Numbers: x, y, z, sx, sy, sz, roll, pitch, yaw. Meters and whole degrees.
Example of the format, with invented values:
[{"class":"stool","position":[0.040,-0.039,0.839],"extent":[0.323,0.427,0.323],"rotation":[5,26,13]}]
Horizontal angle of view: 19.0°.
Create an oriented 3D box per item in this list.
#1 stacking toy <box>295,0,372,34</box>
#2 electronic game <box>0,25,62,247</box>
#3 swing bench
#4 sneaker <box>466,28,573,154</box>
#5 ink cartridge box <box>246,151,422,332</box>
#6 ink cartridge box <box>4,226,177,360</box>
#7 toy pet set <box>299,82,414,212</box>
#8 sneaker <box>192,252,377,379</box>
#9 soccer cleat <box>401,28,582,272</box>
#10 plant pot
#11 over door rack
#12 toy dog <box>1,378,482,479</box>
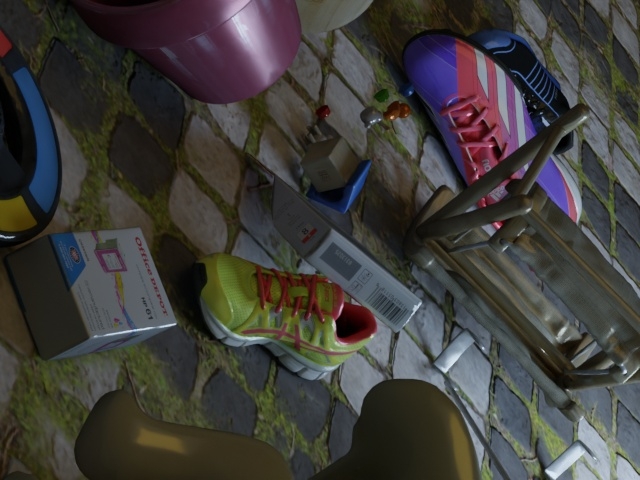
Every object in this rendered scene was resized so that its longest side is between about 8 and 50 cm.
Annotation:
[{"class":"stacking toy","position":[-0.037,-0.379,2.016],"extent":[0.141,0.141,0.330],"rotation":[31,36,-46]},{"class":"electronic game","position":[-0.272,-0.102,1.435],"extent":[0.229,0.048,0.229],"rotation":[45,30,-36]},{"class":"swing bench","position":[0.242,0.039,1.976],"extent":[0.253,0.254,0.165],"rotation":[44,51,-11]},{"class":"sneaker","position":[0.249,-0.182,2.364],"extent":[0.232,0.081,0.090],"rotation":[28,38,-50]},{"class":"ink cartridge box","position":[0.000,0.000,1.797],"extent":[0.145,0.045,0.179],"rotation":[39,0,-39]},{"class":"ink cartridge box","position":[-0.177,0.039,1.489],"extent":[0.122,0.052,0.088],"rotation":[-6,72,-62]},{"class":"toy pet set","position":[0.038,-0.088,1.899],"extent":[0.065,0.122,0.114],"rotation":[57,44,-25]},{"class":"sneaker","position":[-0.029,0.054,1.684],"extent":[0.208,0.094,0.081],"rotation":[27,47,-47]},{"class":"soccer cleat","position":[0.197,-0.103,2.192],"extent":[0.318,0.108,0.116],"rotation":[53,34,-25]},{"class":"plant pot","position":[-0.107,-0.224,1.696],"extent":[0.180,0.201,0.201],"rotation":[55,25,-50]},{"class":"over door rack","position":[0.209,0.279,1.912],"extent":[0.239,0.108,0.324],"rotation":[44,19,-33]},{"class":"toy dog","position":[-0.094,0.295,1.220],"extent":[0.408,0.284,0.395],"rotation":[-3,75,-52]}]
